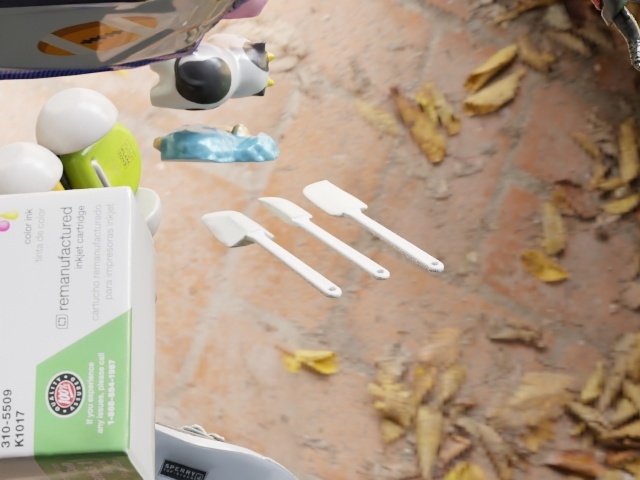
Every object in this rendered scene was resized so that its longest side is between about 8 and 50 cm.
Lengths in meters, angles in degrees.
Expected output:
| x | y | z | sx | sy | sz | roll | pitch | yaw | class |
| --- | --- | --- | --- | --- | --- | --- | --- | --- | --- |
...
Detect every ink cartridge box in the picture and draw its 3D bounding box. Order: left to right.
| x | y | z | sx | sy | sz | roll | pitch | yaw | class |
| --- | --- | --- | --- | --- | --- | --- | --- | --- | --- |
| -0.264 | 0.081 | 1.025 | 0.278 | 0.117 | 0.201 | -4 | 66 | 3 | ink cartridge box |

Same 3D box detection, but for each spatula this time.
| x | y | z | sx | sy | sz | roll | pitch | yaw | class |
| --- | --- | --- | --- | --- | --- | --- | --- | --- | --- |
| 0.000 | 0.000 | 1.463 | 0.168 | 0.242 | 0.019 | -13 | 120 | -30 | spatula |

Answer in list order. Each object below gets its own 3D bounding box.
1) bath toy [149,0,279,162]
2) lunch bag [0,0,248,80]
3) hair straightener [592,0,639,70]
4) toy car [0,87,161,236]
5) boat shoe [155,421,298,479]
| x | y | z | sx | sy | sz | roll | pitch | yaw | class |
| --- | --- | --- | --- | --- | --- | --- | --- | --- | --- |
| -0.110 | -0.255 | 1.529 | 0.129 | 0.151 | 0.348 | 3 | 110 | 12 | bath toy |
| -0.165 | -0.202 | 0.474 | 0.385 | 0.328 | 0.239 | 27 | 73 | -14 | lunch bag |
| 0.195 | -0.222 | 1.036 | 0.047 | 0.089 | 0.230 | -39 | 106 | -20 | hair straightener |
| -0.241 | -0.039 | 1.272 | 0.182 | 0.136 | 0.159 | -53 | 133 | -36 | toy car |
| -0.153 | 0.278 | 1.695 | 0.306 | 0.105 | 0.113 | 20 | 93 | -24 | boat shoe |
